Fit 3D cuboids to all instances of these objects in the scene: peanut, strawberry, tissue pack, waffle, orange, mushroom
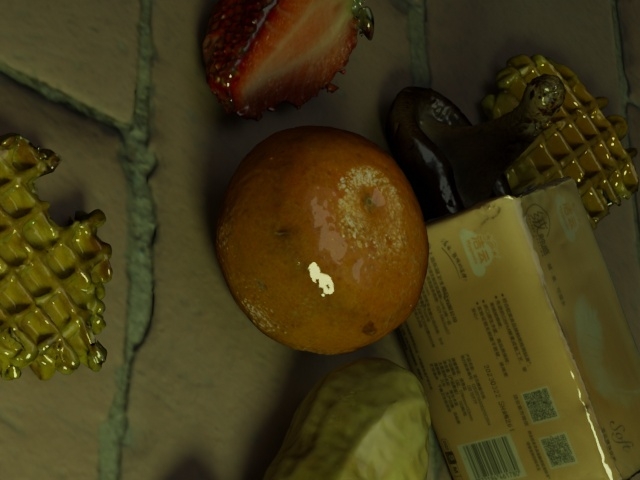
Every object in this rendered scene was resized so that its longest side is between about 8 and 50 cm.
[{"bbox_3d":[0.017,0.238,1.482,0.147,0.147,0.305,46,45,-17],"label":"peanut"},{"bbox_3d":[-0.053,-0.230,1.719,0.236,0.106,0.175,-17,118,-49],"label":"strawberry"},{"bbox_3d":[0.227,0.096,1.693,0.238,0.238,0.306,-22,91,-50],"label":"tissue pack"},{"bbox_3d":[-0.275,0.005,1.379,0.231,0.051,0.229,17,59,-39],"label":"waffle"},{"bbox_3d":[0.000,0.000,1.574,0.224,0.170,0.224,18,60,-35],"label":"orange"},{"bbox_3d":[0.196,-0.099,1.803,0.227,0.217,0.148,58,39,-4],"label":"mushroom"},{"bbox_3d":[0.311,-0.108,2.052,0.283,0.065,0.309,27,51,-33],"label":"waffle"}]
